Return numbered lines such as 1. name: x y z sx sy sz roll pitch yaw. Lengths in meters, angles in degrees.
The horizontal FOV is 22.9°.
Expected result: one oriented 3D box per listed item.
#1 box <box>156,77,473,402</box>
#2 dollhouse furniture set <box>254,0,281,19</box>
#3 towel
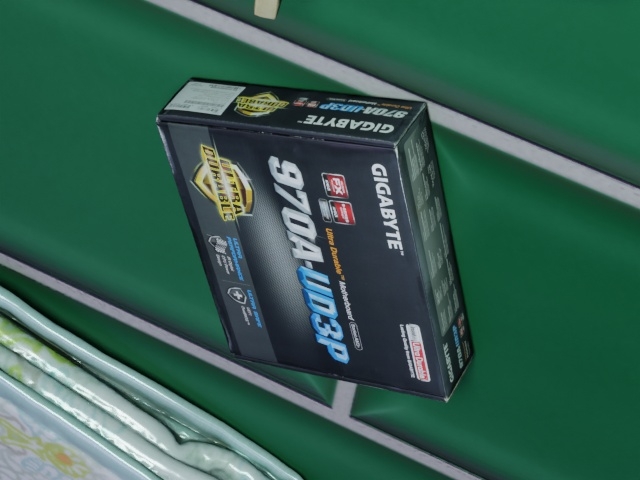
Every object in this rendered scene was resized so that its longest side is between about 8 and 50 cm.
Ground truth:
1. box: 0.000 0.000 1.052 0.175 0.051 0.220 9 133 27
2. dollhouse furniture set: -0.181 -0.277 0.862 0.374 0.152 0.201 11 137 1
3. towel: -0.207 0.211 1.375 0.374 0.090 0.320 35 143 0
